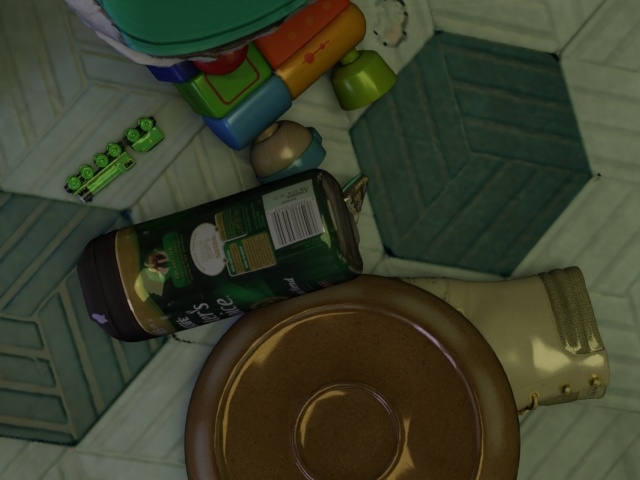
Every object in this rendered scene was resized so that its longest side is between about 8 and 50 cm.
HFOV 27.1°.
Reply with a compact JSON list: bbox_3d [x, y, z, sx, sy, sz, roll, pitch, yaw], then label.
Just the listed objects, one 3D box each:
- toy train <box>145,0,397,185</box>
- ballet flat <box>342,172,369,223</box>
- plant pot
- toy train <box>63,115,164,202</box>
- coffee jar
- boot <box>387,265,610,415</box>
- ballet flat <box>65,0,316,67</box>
[{"bbox_3d":[0.009,-0.158,0.951,0.248,0.105,0.143,-42,113,-13],"label":"toy train"},{"bbox_3d":[0.000,0.000,0.974,0.114,0.041,0.041,-41,98,0],"label":"ballet flat"},{"bbox_3d":[0.019,0.136,0.916,0.236,0.032,0.236,-1,78,5],"label":"plant pot"},{"bbox_3d":[-0.148,-0.058,0.959,0.083,0.017,0.024,-41,108,-7],"label":"toy train"},{"bbox_3d":[-0.069,0.013,0.912,0.184,0.096,0.079,-16,81,11],"label":"coffee jar"},{"bbox_3d":[0.132,0.127,0.980,0.165,0.077,0.213,-4,84,-10],"label":"boot"},{"bbox_3d":[-0.017,-0.238,0.846,0.409,0.147,0.147,-37,98,-28],"label":"ballet flat"}]
